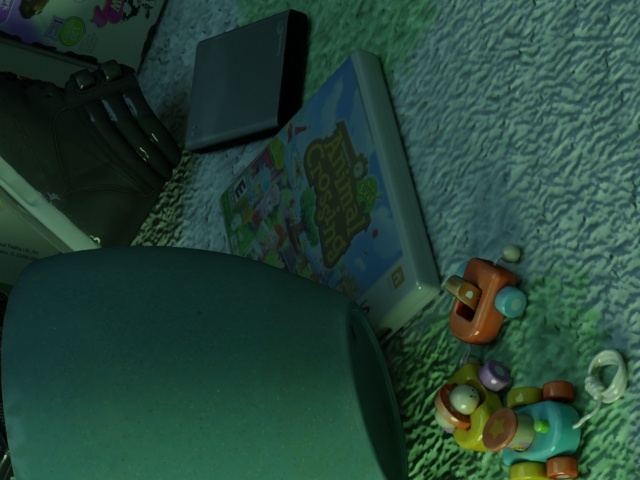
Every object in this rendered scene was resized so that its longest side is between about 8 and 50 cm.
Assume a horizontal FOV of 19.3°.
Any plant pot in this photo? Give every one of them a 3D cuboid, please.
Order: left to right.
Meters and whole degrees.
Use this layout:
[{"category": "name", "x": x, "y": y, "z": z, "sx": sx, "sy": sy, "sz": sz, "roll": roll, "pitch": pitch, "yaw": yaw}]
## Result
[{"category": "plant pot", "x": -0.055, "y": 0.126, "z": 1.210, "sx": 0.195, "sy": 0.290, "sz": 0.290, "roll": -16, "pitch": 59, "yaw": 11}]

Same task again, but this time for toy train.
[{"category": "toy train", "x": 0.111, "y": 0.077, "z": 1.150, "sx": 0.166, "sy": 0.046, "sz": 0.125, "roll": 40, "pitch": 112, "yaw": 54}]

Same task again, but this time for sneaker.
[{"category": "sneaker", "x": -0.241, "y": -0.116, "z": 1.557, "sx": 0.147, "sy": 0.296, "sz": 0.104, "roll": -48, "pitch": 1, "yaw": -12}]

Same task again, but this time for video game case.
[{"category": "video game case", "x": 0.000, "y": 0.000, "z": 1.358, "sx": 0.193, "sy": 0.023, "sz": 0.212, "roll": -45, "pitch": 45, "yaw": 38}]

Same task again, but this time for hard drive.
[{"category": "hard drive", "x": -0.059, "y": -0.124, "z": 1.489, "sx": 0.135, "sy": 0.022, "sz": 0.094, "roll": -10, "pitch": 70, "yaw": 54}]

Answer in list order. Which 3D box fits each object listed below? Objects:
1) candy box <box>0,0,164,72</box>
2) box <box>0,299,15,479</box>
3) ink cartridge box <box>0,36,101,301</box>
[{"category": "candy box", "x": -0.223, "y": -0.251, "z": 1.616, "sx": 0.070, "sy": 0.196, "sz": 0.165, "roll": 42, "pitch": 113, "yaw": 52}, {"category": "box", "x": -0.270, "y": 0.178, "z": 1.581, "sx": 0.270, "sy": 0.143, "sz": 0.165, "roll": 47, "pitch": 117, "yaw": 52}, {"category": "ink cartridge box", "x": -0.327, "y": -0.063, "z": 1.695, "sx": 0.117, "sy": 0.201, "sz": 0.278, "roll": 42, "pitch": 113, "yaw": 57}]
